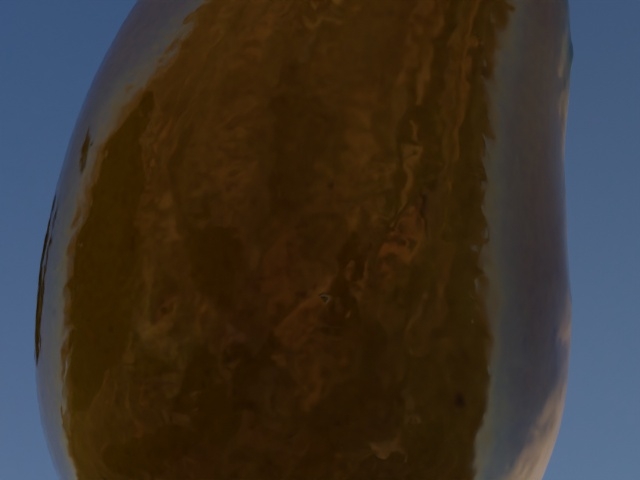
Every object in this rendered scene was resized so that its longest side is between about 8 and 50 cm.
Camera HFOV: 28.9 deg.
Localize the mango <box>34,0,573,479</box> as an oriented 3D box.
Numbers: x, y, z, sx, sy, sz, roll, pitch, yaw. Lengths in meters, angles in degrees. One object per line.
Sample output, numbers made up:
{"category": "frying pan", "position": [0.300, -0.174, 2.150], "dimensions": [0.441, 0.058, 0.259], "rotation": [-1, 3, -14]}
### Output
{"category": "mango", "position": [0.000, 0.000, 0.491], "dimensions": [0.211, 0.173, 0.317], "rotation": [11, -91, 6]}
